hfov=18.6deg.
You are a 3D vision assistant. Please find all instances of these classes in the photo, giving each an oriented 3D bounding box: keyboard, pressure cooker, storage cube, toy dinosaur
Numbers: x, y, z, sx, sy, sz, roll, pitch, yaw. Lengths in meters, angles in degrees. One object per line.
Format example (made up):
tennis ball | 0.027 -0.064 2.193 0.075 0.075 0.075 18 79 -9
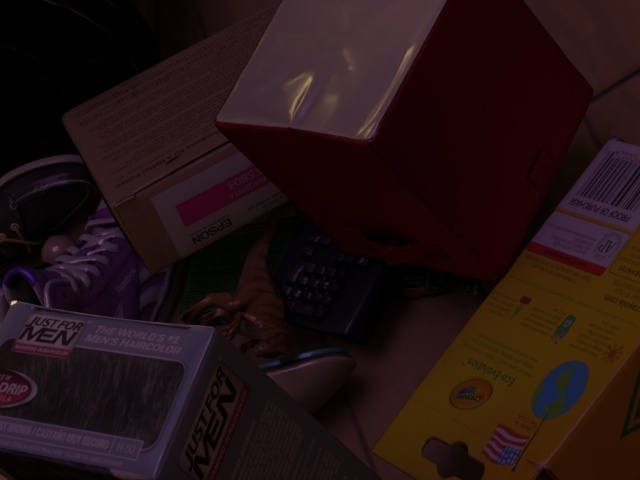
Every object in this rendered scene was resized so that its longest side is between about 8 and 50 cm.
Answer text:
keyboard | 0.087 -0.052 1.669 0.201 0.033 0.317 14 69 38
pressure cooker | -0.332 -0.295 1.917 0.375 0.370 0.420 -17 55 18
storage cube | 0.068 -0.105 1.555 0.184 0.193 0.215 11 65 45
toy dinosaur | -0.058 0.050 1.659 0.112 0.064 0.211 -22 37 9

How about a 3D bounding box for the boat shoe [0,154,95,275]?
boat shoe | -0.306 -0.007 1.900 0.228 0.081 0.068 -29 50 23

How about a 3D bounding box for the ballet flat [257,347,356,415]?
ballet flat | -0.077 0.152 1.647 0.248 0.086 0.086 -14 53 27

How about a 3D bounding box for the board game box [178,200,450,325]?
board game box | 0.000 0.000 1.728 0.260 0.030 0.136 -8 58 28

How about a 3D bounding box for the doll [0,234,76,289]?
doll | -0.286 0.075 1.848 0.129 0.046 0.189 14 68 38

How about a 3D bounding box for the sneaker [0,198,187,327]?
sneaker | -0.208 0.030 1.752 0.102 0.161 0.282 -12 53 28

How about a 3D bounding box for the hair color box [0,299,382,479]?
hair color box | -0.070 0.186 1.402 0.185 0.374 0.113 5 62 36

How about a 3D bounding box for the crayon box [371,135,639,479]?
crayon box | 0.199 0.080 1.466 0.318 0.081 0.202 -51 27 -8

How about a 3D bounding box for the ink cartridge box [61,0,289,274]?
ink cartridge box | -0.091 -0.095 1.730 0.235 0.088 0.193 -28 35 -5
